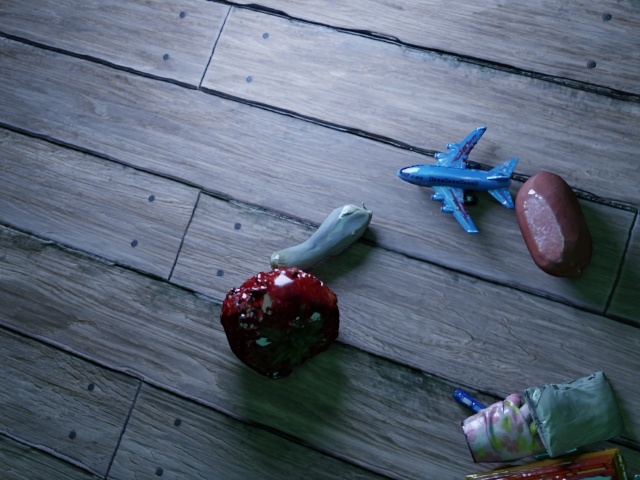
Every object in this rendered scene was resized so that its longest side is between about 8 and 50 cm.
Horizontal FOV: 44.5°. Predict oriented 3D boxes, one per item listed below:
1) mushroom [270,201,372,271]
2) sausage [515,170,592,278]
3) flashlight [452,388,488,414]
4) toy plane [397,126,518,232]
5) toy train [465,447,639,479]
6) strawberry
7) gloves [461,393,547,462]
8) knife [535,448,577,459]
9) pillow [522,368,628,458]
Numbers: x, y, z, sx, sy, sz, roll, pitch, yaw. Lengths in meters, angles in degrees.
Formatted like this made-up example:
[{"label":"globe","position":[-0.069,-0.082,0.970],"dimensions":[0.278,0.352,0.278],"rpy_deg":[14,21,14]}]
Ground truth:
[{"label":"mushroom","position":[0.002,0.001,1.862],"dimensions":[0.278,0.099,0.096],"rpy_deg":[-35,68,7]},{"label":"sausage","position":[0.513,-0.030,1.731],"dimensions":[0.148,0.148,0.254],"rpy_deg":[-24,73,7]},{"label":"flashlight","position":[0.348,0.372,1.737],"dimensions":[0.121,0.035,0.057],"rpy_deg":[34,88,16]},{"label":"toy plane","position":[0.315,-0.143,1.814],"dimensions":[0.271,0.105,0.254],"rpy_deg":[5,79,14]},{"label":"toy train","position":[0.479,0.524,1.575],"dimensions":[0.369,0.231,0.163],"rpy_deg":[-14,77,11]},{"label":"strawberry","position":[-0.104,0.167,1.797],"dimensions":[0.274,0.274,0.220],"rpy_deg":[-36,36,3]},{"label":"gloves","position":[0.429,0.398,1.661],"dimensions":[0.241,0.126,0.145],"rpy_deg":[-19,77,4]},{"label":"knife","position":[0.512,0.462,1.698],"dimensions":[0.091,0.005,0.014],"rpy_deg":[-17,74,8]},{"label":"pillow","position":[0.538,0.359,1.639],"dimensions":[0.230,0.050,0.148],"rpy_deg":[-6,76,-26]}]
